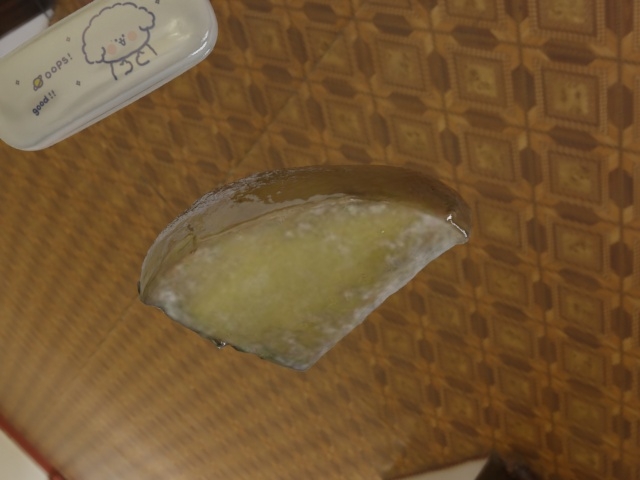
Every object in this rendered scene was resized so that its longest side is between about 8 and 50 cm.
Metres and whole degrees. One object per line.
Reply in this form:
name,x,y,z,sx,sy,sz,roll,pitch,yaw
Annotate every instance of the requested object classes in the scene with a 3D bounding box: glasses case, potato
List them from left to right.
glasses case,-0.171,-0.137,0.679,0.076,0.197,0.049,64,-171,0
potato,-0.019,-0.029,0.855,0.189,0.211,0.264,37,119,-22
